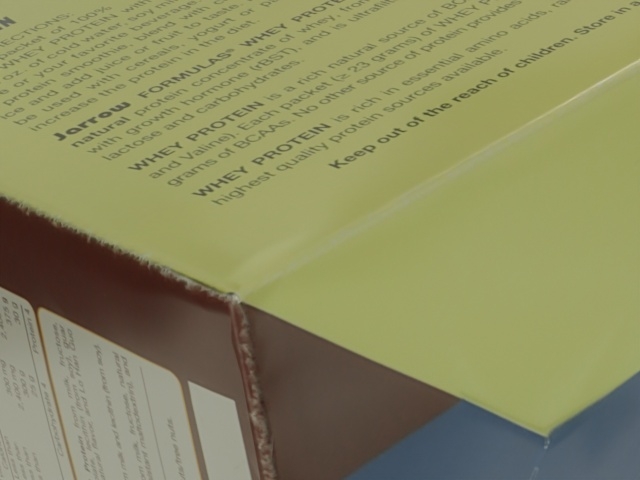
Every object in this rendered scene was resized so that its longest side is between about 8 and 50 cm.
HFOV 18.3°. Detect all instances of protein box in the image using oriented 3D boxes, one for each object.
[{"bbox_3d":[0.000,0.000,0.472,0.201,0.200,0.136,21,-49,44],"label":"protein box"}]
